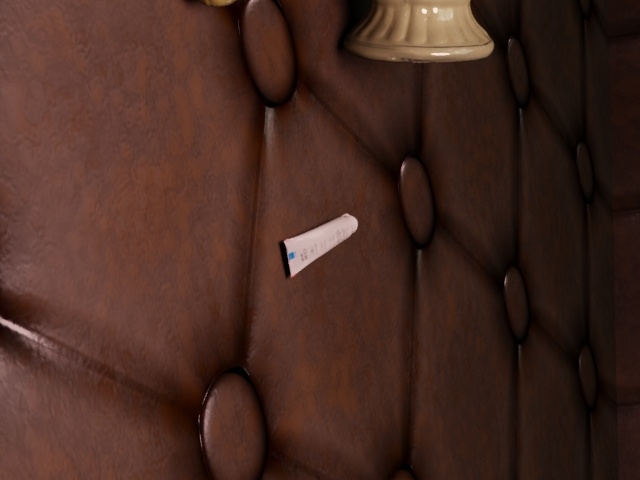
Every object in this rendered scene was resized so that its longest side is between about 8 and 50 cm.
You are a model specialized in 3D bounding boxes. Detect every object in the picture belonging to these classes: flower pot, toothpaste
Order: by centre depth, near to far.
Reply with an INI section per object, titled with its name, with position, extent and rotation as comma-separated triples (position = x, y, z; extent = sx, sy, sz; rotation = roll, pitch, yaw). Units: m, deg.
[toothpaste]
position = 0.000, 0.000, 1.712
extent = 0.190, 0.031, 0.048
rotation = -29, 113, -59
[flower pot]
position = 0.144, -0.383, 1.837
extent = 0.307, 0.307, 0.244
rotation = -35, 131, -62

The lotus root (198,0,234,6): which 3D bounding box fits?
[lotus root]
position = -0.104, -0.337, 1.522
extent = 0.183, 0.077, 0.090
rotation = -66, 148, -43
